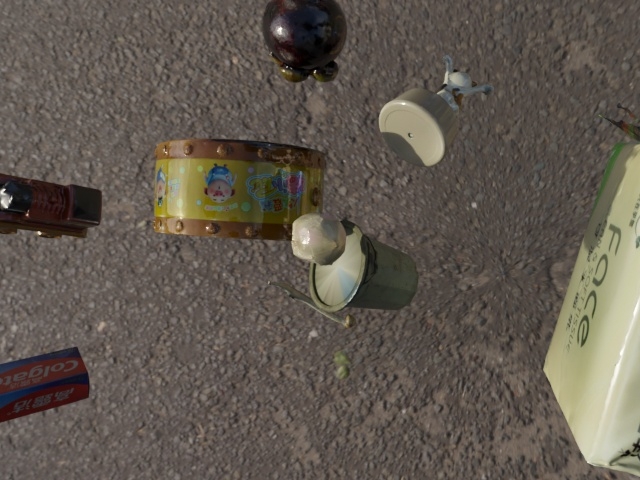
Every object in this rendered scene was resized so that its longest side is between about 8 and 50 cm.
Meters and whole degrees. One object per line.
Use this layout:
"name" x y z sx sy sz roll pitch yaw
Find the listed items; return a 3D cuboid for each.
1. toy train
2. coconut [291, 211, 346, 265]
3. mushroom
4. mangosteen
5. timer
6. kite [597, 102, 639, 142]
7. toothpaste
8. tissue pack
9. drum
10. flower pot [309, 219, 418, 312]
"toy train" -0.814 -0.101 1.767 0.232 0.369 0.163 -9 78 36
"coconut" 0.000 0.000 1.193 0.124 0.110 0.110 22 95 61
"mushroom" -0.027 0.157 1.517 0.068 0.306 0.043 -17 51 47
"mangosteen" -0.037 -0.468 1.343 0.210 0.210 0.209 -1 87 17
"timer" 0.279 -0.314 1.364 0.175 0.175 0.266 35 62 16
"kite" 0.253 -0.072 0.439 0.090 0.122 0.004 61 137 30
"toothpaste" -0.538 0.249 0.932 0.076 0.320 0.066 42 132 43
"tissue pack" 0.467 0.074 0.807 0.205 0.332 0.404 12 102 9
"drum" -0.196 -0.115 1.451 0.431 0.431 0.214 2 92 17
"flower pot" 0.110 0.072 1.386 0.212 0.203 0.212 -20 65 51
